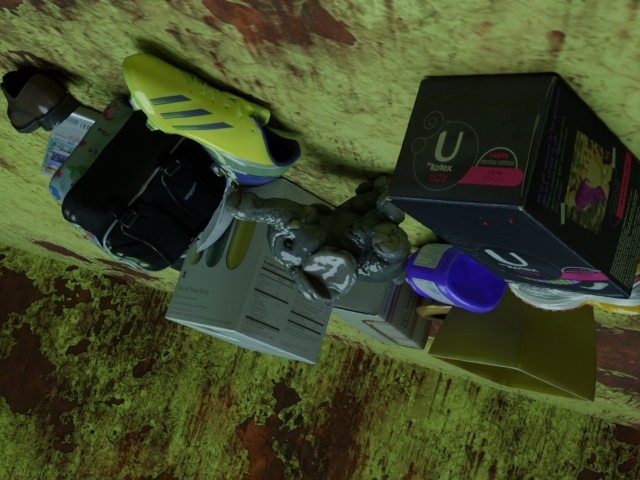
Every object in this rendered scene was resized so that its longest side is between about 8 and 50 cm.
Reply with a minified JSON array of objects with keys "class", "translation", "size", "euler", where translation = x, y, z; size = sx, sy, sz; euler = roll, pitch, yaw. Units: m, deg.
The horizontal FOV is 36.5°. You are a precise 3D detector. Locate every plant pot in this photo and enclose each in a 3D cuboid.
[{"class":"plant pot","translation":[0.348,0.149,1.672],"size":[0.212,0.187,0.212],"euler":[25,166,-34]}]

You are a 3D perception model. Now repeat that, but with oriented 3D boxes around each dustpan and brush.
[{"class":"dustpan and brush","translation":[-0.165,-0.083,1.590],"size":[0.211,0.147,0.060],"euler":[-27,154,36]}]

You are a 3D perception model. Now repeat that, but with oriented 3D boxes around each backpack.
[{"class":"backpack","translation":[-0.259,-0.075,1.449],"size":[0.191,0.225,0.253],"euler":[35,176,24]}]

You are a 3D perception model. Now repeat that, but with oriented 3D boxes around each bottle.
[{"class":"bottle","translation":[0.210,0.056,1.625],"size":[0.118,0.092,0.283],"euler":[28,176,-11]}]

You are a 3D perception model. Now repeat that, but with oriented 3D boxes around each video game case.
[{"class":"video game case","translation":[-0.344,-0.133,1.608],"size":[0.212,0.023,0.193],"euler":[20,144,-14]}]

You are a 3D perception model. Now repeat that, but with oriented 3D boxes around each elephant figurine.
[{"class":"elephant figurine","translation":[0.000,0.000,1.395],"size":[0.240,0.186,0.169],"euler":[-14,179,-3]}]

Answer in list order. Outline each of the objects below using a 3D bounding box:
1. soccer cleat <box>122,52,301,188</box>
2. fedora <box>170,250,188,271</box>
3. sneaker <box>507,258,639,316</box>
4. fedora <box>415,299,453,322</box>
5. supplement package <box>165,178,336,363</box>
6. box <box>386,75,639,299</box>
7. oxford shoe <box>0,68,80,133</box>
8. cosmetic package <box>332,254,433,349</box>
[{"class":"soccer cleat","translation":[-0.134,-0.164,1.246],"size":[0.121,0.093,0.289],"euler":[-24,144,24]},{"class":"fedora","translation":[-0.263,-0.019,1.878],"size":[0.334,0.152,0.334],"euler":[17,169,3]},{"class":"sneaker","translation":[0.381,0.046,1.419],"size":[0.225,0.088,0.092],"euler":[0,128,29]},{"class":"fedora","translation":[0.279,0.113,1.851],"size":[0.194,0.079,0.194],"euler":[3,167,1]},{"class":"supplement package","translation":[-0.099,0.049,1.672],"size":[0.199,0.262,0.198],"euler":[5,163,47]},{"class":"box","translation":[0.222,-0.051,1.037],"size":[0.165,0.143,0.270],"euler":[6,163,43]},{"class":"oxford shoe","translation":[-0.430,-0.216,1.443],"size":[0.096,0.083,0.227],"euler":[48,158,-22]},{"class":"cosmetic package","translation":[0.122,0.102,1.885],"size":[0.129,0.153,0.296],"euler":[11,168,26]}]
